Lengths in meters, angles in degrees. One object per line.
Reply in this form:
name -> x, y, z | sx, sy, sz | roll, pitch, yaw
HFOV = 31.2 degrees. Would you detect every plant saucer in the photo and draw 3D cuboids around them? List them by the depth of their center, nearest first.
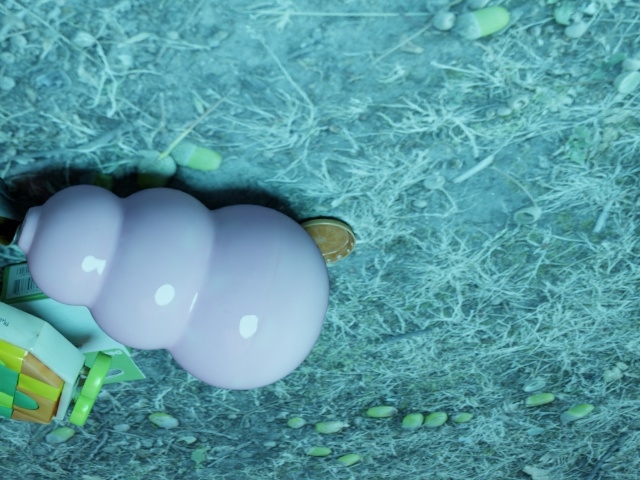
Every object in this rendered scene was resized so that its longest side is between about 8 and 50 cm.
plant saucer -> 0.000, 0.000, 1.354 | 0.083, 0.013, 0.083 | -2, 144, -2

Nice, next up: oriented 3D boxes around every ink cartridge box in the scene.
ink cartridge box -> -0.300, 0.103, 1.419 | 0.109, 0.062, 0.209 | -10, 143, 10

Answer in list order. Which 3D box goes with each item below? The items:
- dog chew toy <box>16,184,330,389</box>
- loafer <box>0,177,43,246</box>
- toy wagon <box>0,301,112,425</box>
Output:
dog chew toy -> -0.161, 0.037, 1.244 | 0.331, 0.207, 0.207 | 19, 139, -16
loafer -> -0.341, -0.017, 1.253 | 0.062, 0.061, 0.170 | -27, 139, 26
toy wagon -> -0.402, 0.152, 1.399 | 0.267, 0.068, 0.344 | 24, 150, -6
